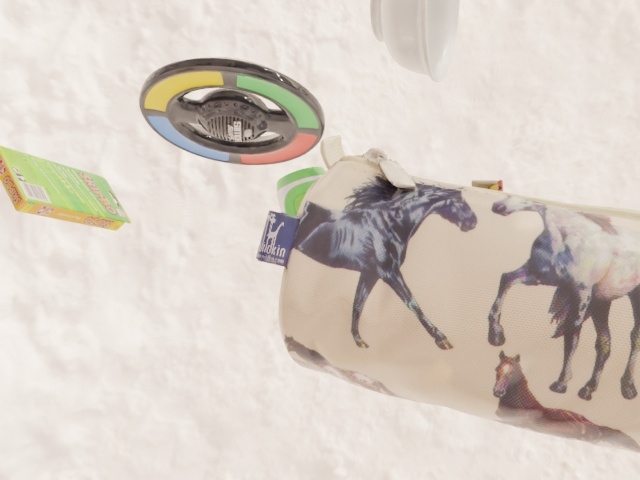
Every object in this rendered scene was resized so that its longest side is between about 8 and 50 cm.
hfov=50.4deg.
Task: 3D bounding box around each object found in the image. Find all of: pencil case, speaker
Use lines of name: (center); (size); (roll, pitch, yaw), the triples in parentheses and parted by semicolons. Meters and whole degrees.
pencil case: (0.167, 0.041, 0.461); (0.410, 0.160, 0.183); (10, 114, 24)
speaker: (0.000, 0.000, 1.444); (0.131, 0.131, 0.296); (-19, 81, 11)

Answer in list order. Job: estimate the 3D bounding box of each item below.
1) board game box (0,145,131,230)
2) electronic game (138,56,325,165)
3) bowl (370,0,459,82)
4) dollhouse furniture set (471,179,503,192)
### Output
board game box: (-0.450, -0.086, 1.206); (0.039, 0.259, 0.124); (-41, 69, 16)
electronic game: (-0.108, -0.153, 0.844); (0.229, 0.229, 0.048); (1, 68, 10)
bowl: (0.183, -0.469, 1.355); (0.134, 0.298, 0.298); (8, 95, 22)
dollhouse furniture set: (0.412, 0.057, 1.503); (0.152, 0.374, 0.201); (-2, 135, 17)
